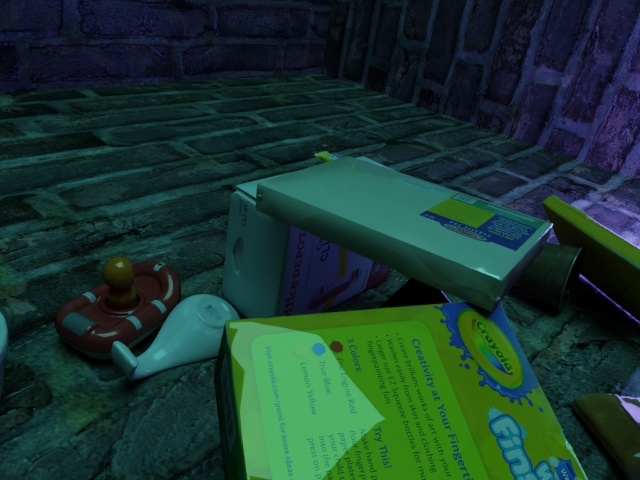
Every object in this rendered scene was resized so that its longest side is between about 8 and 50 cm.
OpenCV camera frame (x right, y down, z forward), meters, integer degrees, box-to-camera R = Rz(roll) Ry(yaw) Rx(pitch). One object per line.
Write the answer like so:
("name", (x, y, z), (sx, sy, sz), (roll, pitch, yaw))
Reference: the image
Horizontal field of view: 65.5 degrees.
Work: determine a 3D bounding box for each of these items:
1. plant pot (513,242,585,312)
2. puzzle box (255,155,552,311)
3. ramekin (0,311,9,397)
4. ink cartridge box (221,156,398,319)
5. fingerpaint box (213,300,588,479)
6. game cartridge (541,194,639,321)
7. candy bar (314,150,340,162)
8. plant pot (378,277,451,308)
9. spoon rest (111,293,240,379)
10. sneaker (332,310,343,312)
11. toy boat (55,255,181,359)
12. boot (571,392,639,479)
("plant pot", (0.541, 0.072, 1.235), (0.165, 0.166, 0.167), (20, 29, 35))
("puzzle box", (0.134, -0.038, 0.808), (0.409, 0.052, 0.272), (24, 30, 30))
("ramekin", (-0.586, 0.195, 0.694), (0.273, 0.127, 0.272), (8, 29, -4))
("ink cartridge box", (0.000, 0.000, 1.065), (0.160, 0.279, 0.385), (33, 37, 33))
("fingerpaint box", (0.098, 0.302, 0.535), (0.372, 0.163, 0.444), (-2, 53, -20))
("game cartridge", (0.702, 0.054, 1.220), (0.053, 0.285, 0.323), (-37, 35, 7))
("candy bar", (0.055, -0.157, 1.053), (0.040, 0.018, 0.162), (-19, 39, -41))
("plant pot", (0.152, 0.196, 0.839), (0.167, 0.187, 0.188), (42, 58, 19))
("spoon rest", (-0.250, 0.172, 0.888), (0.137, 0.084, 0.276), (43, 29, 16))
("sneaker", (0.086, 0.187, 0.987), (0.170, 0.051, 0.089), (4, 26, -15))
("toy boat", (-0.362, 0.096, 0.912), (0.151, 0.151, 0.231), (21, 31, 20))
("boot", (0.595, 0.370, 0.810), (0.265, 0.096, 0.280), (1, 22, 0))
